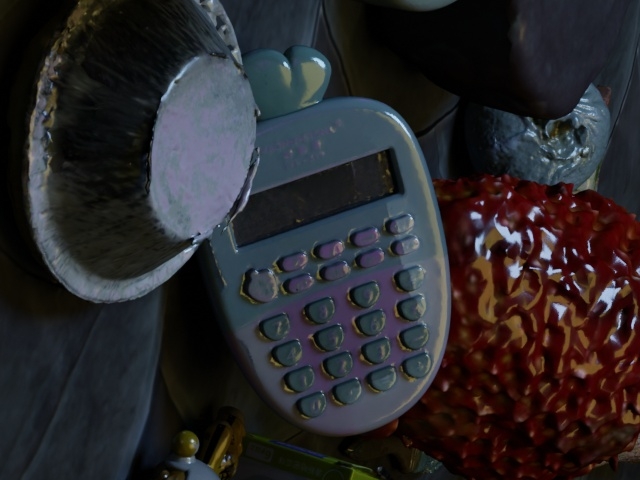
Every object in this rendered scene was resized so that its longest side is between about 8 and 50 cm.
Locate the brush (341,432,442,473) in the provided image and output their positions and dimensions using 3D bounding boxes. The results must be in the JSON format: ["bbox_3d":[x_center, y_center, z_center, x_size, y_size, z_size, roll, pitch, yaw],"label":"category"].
[{"bbox_3d":[0.070,0.184,1.810,0.196,0.021,0.070,1,100,-61],"label":"brush"}]

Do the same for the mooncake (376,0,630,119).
[{"bbox_3d":[0.164,-0.255,1.633,0.306,0.154,0.306,-34,132,-50],"label":"mooncake"}]

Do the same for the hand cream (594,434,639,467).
[{"bbox_3d":[0.338,0.227,2.267,0.203,0.084,0.084,-10,111,-54],"label":"hand cream"}]

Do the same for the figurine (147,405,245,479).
[{"bbox_3d":[-0.092,0.184,1.475,0.143,0.068,0.101,-34,141,-74],"label":"figurine"}]

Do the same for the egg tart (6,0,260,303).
[{"bbox_3d":[-0.109,-0.067,1.288,0.234,0.094,0.234,-29,126,-50],"label":"egg tart"}]

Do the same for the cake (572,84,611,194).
[{"bbox_3d":[0.260,-0.088,1.959,0.225,0.090,0.109,-16,113,-59],"label":"cake"}]

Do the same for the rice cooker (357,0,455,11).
[{"bbox_3d":[-0.001,-0.281,1.189,0.288,0.277,0.288,-39,137,-49],"label":"rice cooker"}]

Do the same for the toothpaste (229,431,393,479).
[{"bbox_3d":[-0.051,0.317,1.557,0.077,0.110,0.327,32,75,-63],"label":"toothpaste"}]

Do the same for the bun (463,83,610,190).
[{"bbox_3d":[0.200,-0.099,1.796,0.140,0.083,0.141,-3,100,-20],"label":"bun"}]

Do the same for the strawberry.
[{"bbox_3d":[0.129,0.080,1.648,0.343,0.292,0.292,1,102,-42],"label":"strawberry"}]

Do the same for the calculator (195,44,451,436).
[{"bbox_3d":[0.000,0.000,1.452,0.185,0.041,0.299,-20,104,-15],"label":"calculator"}]
